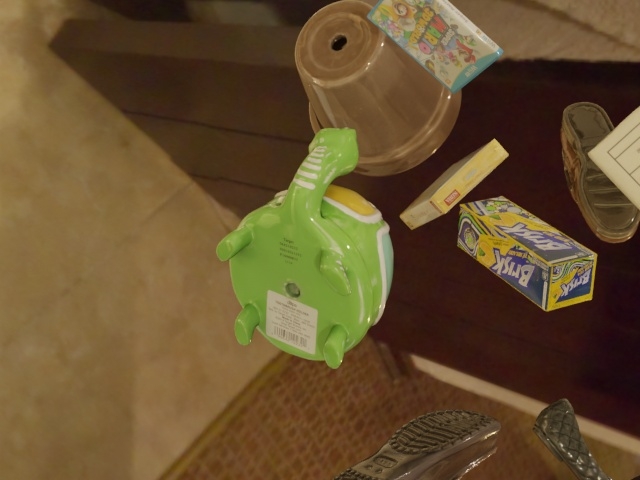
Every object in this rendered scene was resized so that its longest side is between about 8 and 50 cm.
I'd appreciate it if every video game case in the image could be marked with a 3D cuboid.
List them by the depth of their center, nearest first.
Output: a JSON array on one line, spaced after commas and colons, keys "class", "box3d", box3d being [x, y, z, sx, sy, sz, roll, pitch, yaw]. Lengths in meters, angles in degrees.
[{"class": "video game case", "box3d": [0.152, -0.280, 1.199, 0.166, 0.119, 0.015, 39, 62, -8]}]

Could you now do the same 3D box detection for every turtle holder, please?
[{"class": "turtle holder", "box3d": [-0.013, 0.008, 1.316, 0.227, 0.243, 0.320, -42, 115, -48]}]

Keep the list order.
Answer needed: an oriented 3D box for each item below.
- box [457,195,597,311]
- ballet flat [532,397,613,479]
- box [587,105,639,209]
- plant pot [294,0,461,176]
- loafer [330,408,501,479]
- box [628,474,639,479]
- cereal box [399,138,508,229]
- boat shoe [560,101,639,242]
[{"class": "box", "box3d": [0.213, 0.010, 0.933, 0.059, 0.169, 0.054, -12, 117, -20]}, {"class": "ballet flat", "box3d": [0.287, 0.235, 0.904, 0.049, 0.057, 0.173, -43, 97, 1]}, {"class": "box", "box3d": [0.380, -0.007, 0.717, 0.148, 0.311, 0.121, -43, 171, 20]}, {"class": "plant pot", "box3d": [0.073, -0.266, 1.419, 0.263, 0.263, 0.229, -66, 150, -9]}, {"class": "loafer", "box3d": [0.151, 0.397, 1.460, 0.366, 0.134, 0.130, -23, 107, -26]}, {"class": "box", "box3d": [0.468, 0.490, 1.132, 0.343, 0.179, 0.312, -20, 69, -46]}, {"class": "cereal box", "box3d": [0.255, -0.105, 1.733, 0.173, 0.240, 0.047, -42, 92, -11]}, {"class": "boat shoe", "box3d": [0.491, -0.104, 1.548, 0.104, 0.110, 0.307, 82, 8, -50]}]
